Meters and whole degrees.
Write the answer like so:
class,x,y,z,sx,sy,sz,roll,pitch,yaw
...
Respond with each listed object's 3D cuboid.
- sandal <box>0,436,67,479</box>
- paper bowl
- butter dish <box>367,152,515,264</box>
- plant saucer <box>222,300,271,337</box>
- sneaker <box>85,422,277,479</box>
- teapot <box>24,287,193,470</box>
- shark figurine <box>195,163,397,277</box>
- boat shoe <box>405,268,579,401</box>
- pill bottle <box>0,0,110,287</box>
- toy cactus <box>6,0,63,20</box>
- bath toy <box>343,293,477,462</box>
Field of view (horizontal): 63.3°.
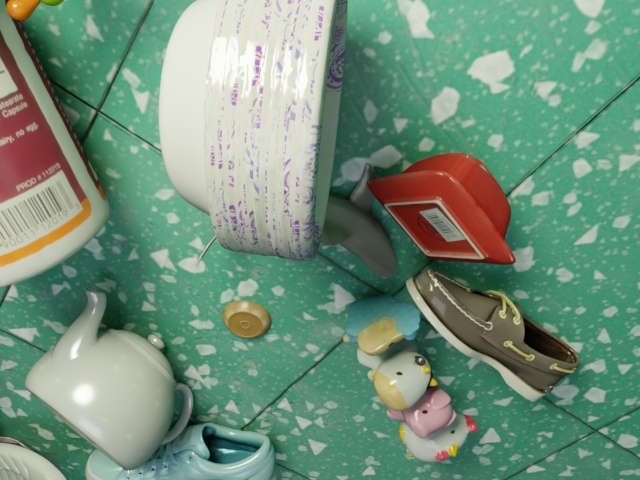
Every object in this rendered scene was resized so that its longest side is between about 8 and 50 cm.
class,x,y,z,sx,sy,sz,roll,pitch,yaw
sandal,-0.664,0.481,1.104,0.417,0.102,0.169,-13,108,28
paper bowl,-0.059,-0.127,0.516,0.148,0.284,0.284,8,125,4
butter dish,0.169,-0.055,0.654,0.160,0.118,0.160,47,160,-23
plant saucer,-0.124,0.136,0.863,0.084,0.015,0.083,2,125,3
sneaker,-0.265,0.405,1.002,0.366,0.135,0.150,3,117,-7
teapot,-0.329,0.239,0.860,0.253,0.187,0.256,39,148,1
shark figurine,-0.021,-0.017,0.693,0.279,0.116,0.166,8,123,-2
boat shoe,0.260,0.128,0.767,0.324,0.116,0.097,37,115,-23
pill bottle,-0.416,-0.156,0.564,0.224,0.224,0.392,-8,123,10
toy cactus,-0.269,-0.313,0.479,0.219,0.112,0.180,-36,103,-14
bath toy,0.155,0.241,0.828,0.129,0.151,0.348,-14,124,22
